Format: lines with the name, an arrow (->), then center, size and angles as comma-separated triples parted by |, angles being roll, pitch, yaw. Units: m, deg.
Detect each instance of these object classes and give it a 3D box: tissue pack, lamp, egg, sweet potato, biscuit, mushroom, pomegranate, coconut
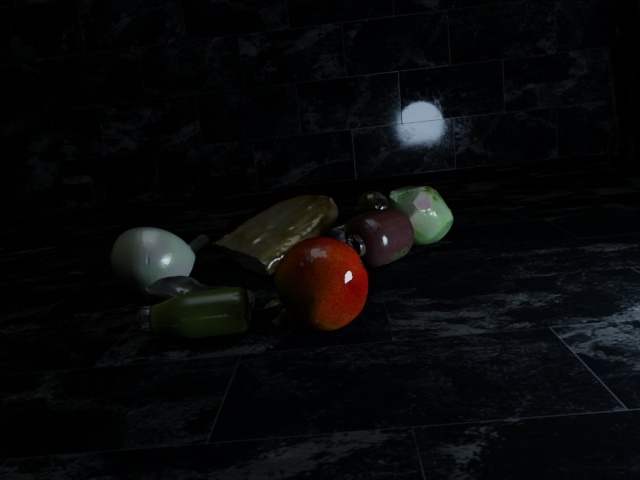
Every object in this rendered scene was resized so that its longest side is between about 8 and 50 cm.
tissue pack -> 0.000, 0.000, 2.062 | 0.155, 0.065, 0.115 | -14, 14, -31
lamp -> 0.185, -0.004, 1.792 | 0.258, 0.180, 0.180 | -20, 19, -35
egg -> -0.539, 0.083, 1.735 | 0.271, 0.206, 0.162 | -12, 44, 13
sweet potato -> 0.201, -0.073, 2.267 | 0.346, 0.079, 0.108 | -13, -14, -21
biscuit -> -0.146, -0.031, 2.012 | 0.446, 0.104, 0.429 | -38, 25, -31
mushroom -> -0.331, 0.156, 1.520 | 0.351, 0.097, 0.109 | 6, 20, 28
pomegranate -> 0.222, -0.134, 2.409 | 0.148, 0.149, 0.169 | -9, -20, -9
coconut -> 0.331, -0.096, 1.959 | 0.236, 0.236, 0.204 | -23, -17, -51
pomegranate -> -0.015, 0.109, 1.315 | 0.256, 0.221, 0.221 | -36, 17, -3

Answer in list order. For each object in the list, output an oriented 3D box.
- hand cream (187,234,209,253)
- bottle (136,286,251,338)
hand cream -> -0.497, 0.027, 2.225 | 0.087, 0.054, 0.186 | -6, 19, 23
bottle -> -0.303, 0.179, 1.355 | 0.260, 0.112, 0.112 | -7, 13, 0
